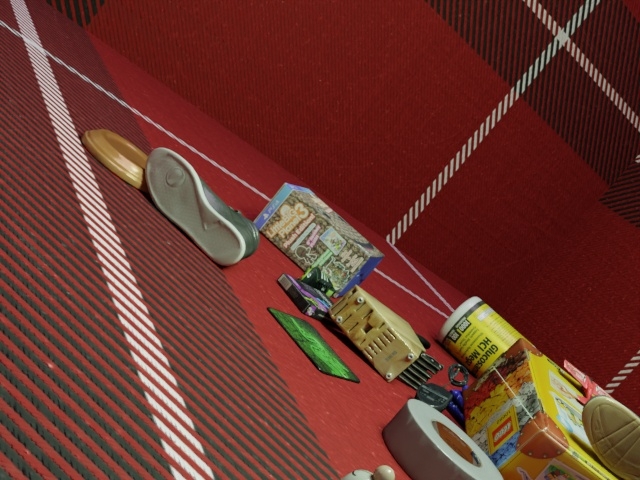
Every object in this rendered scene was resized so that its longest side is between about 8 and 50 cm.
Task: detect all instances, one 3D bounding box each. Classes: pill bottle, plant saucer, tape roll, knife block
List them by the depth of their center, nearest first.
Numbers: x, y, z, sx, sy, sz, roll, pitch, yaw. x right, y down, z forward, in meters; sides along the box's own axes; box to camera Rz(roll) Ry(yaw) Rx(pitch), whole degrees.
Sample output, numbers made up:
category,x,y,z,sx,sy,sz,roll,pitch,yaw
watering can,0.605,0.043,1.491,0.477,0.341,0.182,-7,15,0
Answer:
category,x,y,z,sx,sy,sz,roll,pitch,yaw
tape roll,0.213,0.376,1.459,0.219,0.072,0.219,39,9,-8
plant saucer,-0.403,-0.169,1.753,0.200,0.037,0.200,39,9,-7
knife block,0.155,0.215,1.887,0.275,0.088,0.242,48,11,4
pill bottle,0.532,0.342,2.554,0.334,0.188,0.188,42,9,20

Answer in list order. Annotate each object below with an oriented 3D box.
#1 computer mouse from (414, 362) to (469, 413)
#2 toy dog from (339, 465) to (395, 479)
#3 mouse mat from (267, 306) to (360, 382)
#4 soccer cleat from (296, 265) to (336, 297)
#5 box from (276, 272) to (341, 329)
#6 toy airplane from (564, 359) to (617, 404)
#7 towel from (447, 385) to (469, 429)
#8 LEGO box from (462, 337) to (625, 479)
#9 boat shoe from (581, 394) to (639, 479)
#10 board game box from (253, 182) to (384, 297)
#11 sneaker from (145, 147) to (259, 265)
category,x,y,z,sx,sy,sz,roll,pitch,yaw
computer mouse,0.264,0.326,1.829,0.071,0.041,0.242,27,24,23
toy dog,0.173,0.379,0.984,0.334,0.161,0.220,39,9,-3
mouse mat,-0.012,0.200,1.621,0.189,0.007,0.153,47,11,35
soccer cleat,-0.003,0.102,1.977,0.072,0.060,0.179,43,6,14
box,-0.013,0.137,1.859,0.162,0.029,0.116,31,12,-49
toy airplane,0.561,0.316,1.755,0.151,0.028,0.151,34,20,-14
towel,0.439,0.451,1.994,0.308,0.076,0.227,29,13,-50
LEGO box,0.542,0.482,1.700,0.500,0.193,0.372,38,20,-7
boat shoe,0.578,0.384,1.545,0.285,0.103,0.092,43,15,-7
board game box,0.000,0.000,2.223,0.291,0.141,0.232,41,9,10
sneaker,-0.237,-0.062,1.713,0.295,0.104,0.147,49,9,14
